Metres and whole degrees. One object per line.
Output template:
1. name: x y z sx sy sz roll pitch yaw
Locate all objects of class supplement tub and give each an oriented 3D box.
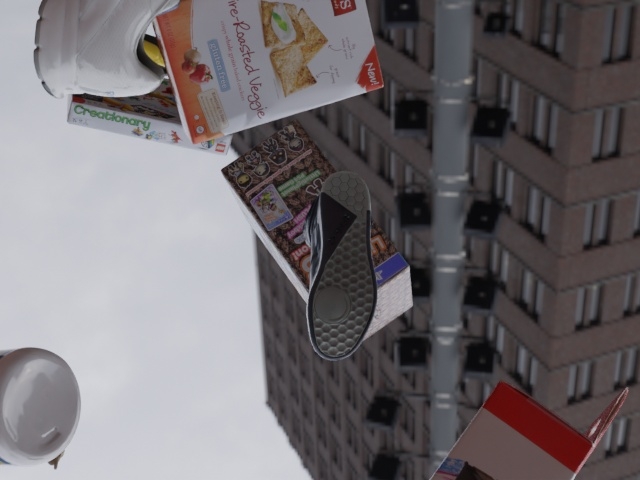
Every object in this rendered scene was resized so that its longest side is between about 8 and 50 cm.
1. supplement tub: -0.415 0.210 1.333 0.199 0.144 0.144 -9 -158 35

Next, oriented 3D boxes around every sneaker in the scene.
1. sneaker: -0.192 -0.278 1.010 0.129 0.297 0.111 8 -163 -1
2. sneaker: 0.021 0.036 1.339 0.086 0.226 0.163 6 174 -6

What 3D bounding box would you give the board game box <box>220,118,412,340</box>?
1. board game box: 0.000 0.000 1.637 0.141 0.232 0.291 -35 -107 -5

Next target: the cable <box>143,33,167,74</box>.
1. cable: -0.210 -0.243 1.555 0.287 0.072 0.139 11 158 -32

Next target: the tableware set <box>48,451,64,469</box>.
1. tableware set: -0.466 0.312 1.835 0.020 0.141 0.168 12 180 -41

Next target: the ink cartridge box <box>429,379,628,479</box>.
1. ink cartridge box: 0.111 0.187 0.739 0.078 0.134 0.231 35 -107 15

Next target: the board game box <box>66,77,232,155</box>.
1. board game box: -0.329 -0.257 2.045 0.305 0.053 0.193 10 -149 -19

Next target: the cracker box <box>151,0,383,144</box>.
1. cracker box: -0.059 -0.218 1.191 0.232 0.156 0.067 -19 -159 -11
